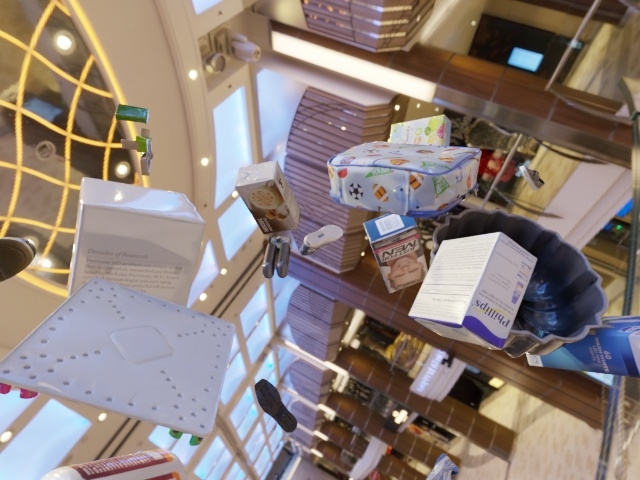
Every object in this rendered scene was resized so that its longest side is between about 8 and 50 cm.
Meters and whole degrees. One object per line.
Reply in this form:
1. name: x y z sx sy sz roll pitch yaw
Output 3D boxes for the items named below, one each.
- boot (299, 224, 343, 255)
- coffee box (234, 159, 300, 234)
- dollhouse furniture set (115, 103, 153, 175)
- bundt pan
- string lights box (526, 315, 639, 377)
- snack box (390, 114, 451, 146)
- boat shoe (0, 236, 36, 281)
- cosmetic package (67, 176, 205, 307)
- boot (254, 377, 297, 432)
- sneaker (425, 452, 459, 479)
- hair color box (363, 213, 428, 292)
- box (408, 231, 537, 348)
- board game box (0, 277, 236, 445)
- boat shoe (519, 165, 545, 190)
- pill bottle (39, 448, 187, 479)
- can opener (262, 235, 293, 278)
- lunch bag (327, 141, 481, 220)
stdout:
1. boot: 0.000 0.000 1.571 0.190 0.069 0.086 -17 -27 -38
2. coffee box: -0.174 -0.142 1.386 0.246 0.141 0.098 67 -160 -48
3. dollhouse furniture set: -0.398 -0.214 0.867 0.152 0.058 0.076 114 154 -51
4. bundt pan: 0.363 0.089 0.802 0.331 0.330 0.124 -52 -20 -42
5. string lights box: 0.542 0.196 0.769 0.133 0.077 0.259 -12 -6 -25
6. snack box: 0.352 -0.340 1.446 0.070 0.207 0.175 16 -103 -49
7. boat shoe: -0.593 0.039 0.698 0.073 0.223 0.080 -99 -12 -69
8. cosmetic package: -0.595 0.050 1.274 0.327 0.329 0.394 8 -74 -32
9. boot: -0.166 0.572 1.395 0.077 0.198 0.137 -31 -9 -22
10. sneaker: 0.262 0.537 0.888 0.135 0.058 0.052 -36 -39 -36
11. hair color box: 0.292 0.045 1.512 0.347 0.174 0.105 61 -170 -48
12. box: 0.210 0.068 0.568 0.137 0.072 0.126 -61 13 -14
13. board game box: -0.403 0.247 0.900 0.390 0.390 0.050 -102 36 -70
14. boat shoe: 0.663 -0.201 1.263 0.040 0.049 0.142 -33 -38 28
15. pill bottle: -0.528 0.633 0.932 0.392 0.224 0.224 27 -93 -55
16. can opener: -0.121 0.055 1.180 0.283 0.076 0.095 -94 3 -69
17. lunch bag: 0.184 -0.142 0.872 0.243 0.303 0.115 -30 -55 -42
